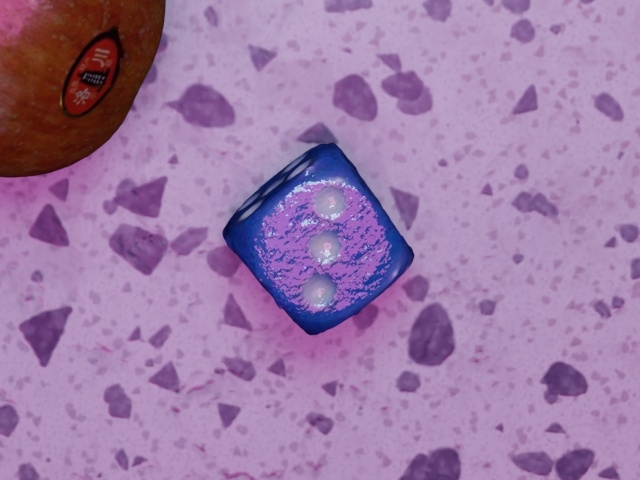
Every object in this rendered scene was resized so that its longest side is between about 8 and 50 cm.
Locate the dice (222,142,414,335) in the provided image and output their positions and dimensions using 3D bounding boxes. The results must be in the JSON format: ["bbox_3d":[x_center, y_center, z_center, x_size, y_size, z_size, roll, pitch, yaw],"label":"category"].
[{"bbox_3d":[0.000,0.000,1.673,0.146,0.143,0.146,-40,98,2],"label":"dice"}]

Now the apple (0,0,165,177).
[{"bbox_3d":[-0.269,-0.207,1.570,0.309,0.277,0.250,-40,123,23],"label":"apple"}]
